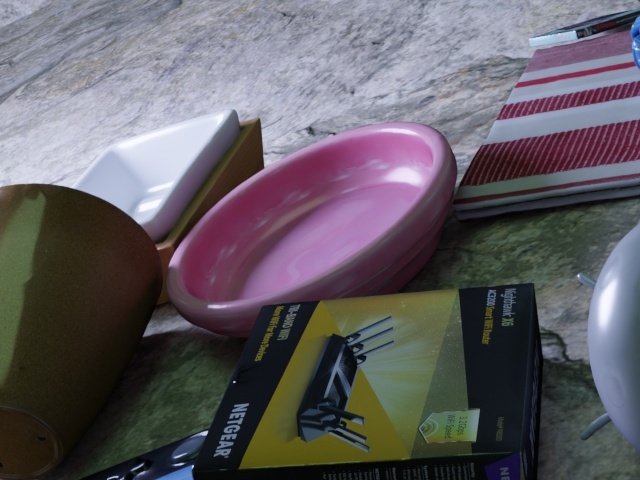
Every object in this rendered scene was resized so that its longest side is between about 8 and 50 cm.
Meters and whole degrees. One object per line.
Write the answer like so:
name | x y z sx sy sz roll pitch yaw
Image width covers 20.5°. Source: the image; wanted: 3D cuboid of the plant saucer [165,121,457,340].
plant saucer | 0.000 0.000 1.848 0.332 0.084 0.332 -24 25 12

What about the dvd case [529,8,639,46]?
dvd case | 0.316 -0.250 2.068 0.119 0.013 0.087 -21 10 -29

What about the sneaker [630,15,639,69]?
sneaker | 0.394 -0.183 1.783 0.126 0.091 0.240 -28 30 -4

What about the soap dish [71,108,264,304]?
soap dish | -0.202 -0.026 2.088 0.229 0.118 0.291 -14 27 29

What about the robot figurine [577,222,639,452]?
robot figurine | 0.335 0.062 1.213 0.353 0.200 0.300 -9 58 35

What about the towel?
towel | 0.292 -0.130 1.876 0.237 0.037 0.329 -9 31 33

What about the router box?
router box | 0.050 0.136 1.403 0.243 0.081 0.309 -5 21 10

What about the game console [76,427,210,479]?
game console | -0.183 0.273 1.457 0.342 0.060 0.386 -18 16 20

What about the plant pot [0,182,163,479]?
plant pot | -0.299 0.112 1.813 0.237 0.237 0.254 -17 39 23
